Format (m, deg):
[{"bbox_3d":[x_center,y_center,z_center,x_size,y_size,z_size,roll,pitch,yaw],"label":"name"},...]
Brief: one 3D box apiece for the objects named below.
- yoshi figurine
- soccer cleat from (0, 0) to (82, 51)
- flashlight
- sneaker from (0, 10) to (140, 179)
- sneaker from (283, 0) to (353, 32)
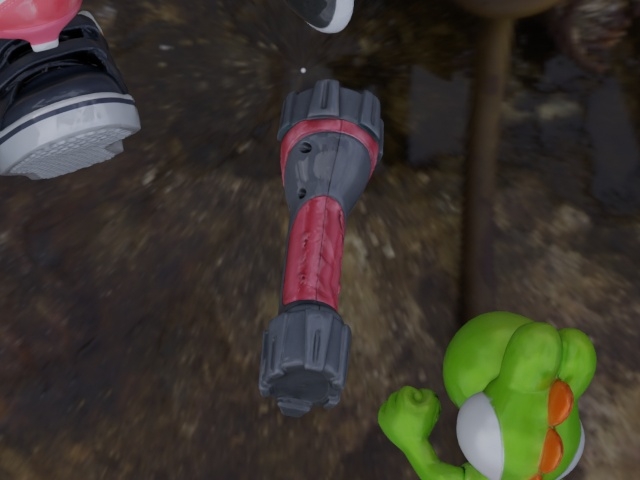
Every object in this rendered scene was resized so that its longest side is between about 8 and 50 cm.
[{"bbox_3d":[0.149,0.217,1.751,0.203,0.203,0.362,34,113,28],"label":"yoshi figurine"},{"bbox_3d":[-0.248,-0.153,0.993,0.248,0.083,0.095,2,129,1],"label":"soccer cleat"},{"bbox_3d":[0.000,0.000,1.694,0.103,0.304,0.103,-17,139,30],"label":"flashlight"},{"bbox_3d":[-0.226,-0.124,1.546,0.126,0.321,0.127,-17,92,-9],"label":"sneaker"},{"bbox_3d":[-0.089,-0.297,1.681,0.147,0.104,0.295,-15,66,-37],"label":"sneaker"}]
